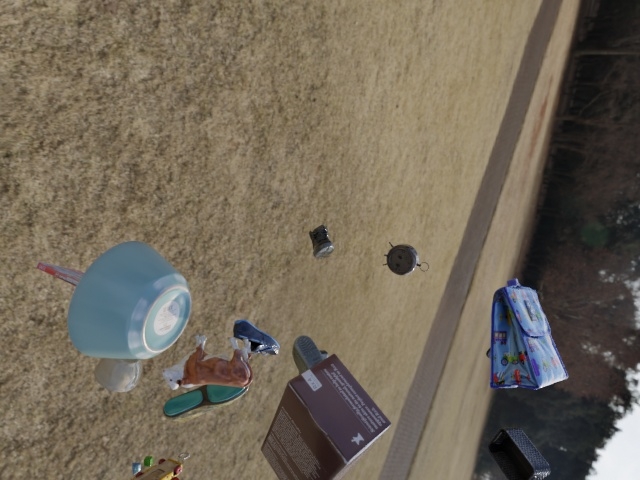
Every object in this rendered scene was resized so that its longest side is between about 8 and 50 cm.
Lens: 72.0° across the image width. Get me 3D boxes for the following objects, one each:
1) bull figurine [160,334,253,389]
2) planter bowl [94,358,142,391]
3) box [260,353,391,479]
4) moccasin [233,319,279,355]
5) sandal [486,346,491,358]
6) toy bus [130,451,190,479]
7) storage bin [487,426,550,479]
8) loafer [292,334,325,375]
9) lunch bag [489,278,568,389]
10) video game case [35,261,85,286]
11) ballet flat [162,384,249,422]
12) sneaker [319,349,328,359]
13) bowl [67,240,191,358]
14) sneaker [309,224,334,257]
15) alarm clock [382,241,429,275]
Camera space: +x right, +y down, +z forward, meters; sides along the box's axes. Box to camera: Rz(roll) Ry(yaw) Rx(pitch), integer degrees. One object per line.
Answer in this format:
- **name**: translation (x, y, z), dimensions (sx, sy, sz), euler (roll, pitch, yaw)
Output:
- **bull figurine**: translation (-0.386, 0.428, 1.536), dimensions (0.101, 0.309, 0.189), euler (119, -23, -75)
- **planter bowl**: translation (-0.727, 0.457, 1.620), dimensions (0.109, 0.162, 0.162), euler (-58, 155, 14)
- **box**: translation (-0.007, 0.448, 1.002), dimensions (0.143, 0.191, 0.382), euler (-24, 149, -34)
- **moccasin**: translation (-0.366, 0.562, 2.426), dimensions (0.342, 0.137, 0.117), euler (41, 43, -32)
- **sandal**: translation (0.655, 0.364, 1.591), dimensions (0.179, 0.040, 0.067), euler (-36, 119, -20)
- **toy bus**: translation (-0.573, 0.862, 1.570), dimensions (0.191, 0.201, 0.105), euler (-163, -106, -75)
- **storage bin**: translation (0.696, 0.768, 1.556), dimensions (0.084, 0.180, 0.122), euler (9, 117, -25)
- **loafer**: translation (-0.016, 0.431, 1.428), dimensions (0.094, 0.251, 0.087), euler (-12, 151, -36)
- **lunch bag**: translation (0.570, 0.257, 1.258), dimensions (0.220, 0.138, 0.294), euler (6, 73, -43)
- **video game case**: translation (-0.783, 0.149, 1.502), dimensions (0.204, 0.284, 0.025), euler (52, 59, -74)
- **ballet flat**: translation (-0.446, 0.634, 1.762), dimensions (0.348, 0.123, 0.123), euler (-19, 129, -8)
- **sneaker**: translation (-0.002, 0.510, 1.598), dimensions (0.107, 0.100, 0.272), euler (-17, 122, -18)
- **bowl**: translation (-0.446, 0.171, 1.113), dimensions (0.311, 0.163, 0.312), euler (16, 90, -70)
- **sneaker**: translation (0.000, 0.000, 1.728), dimensions (0.227, 0.087, 0.131), euler (86, -13, -84)
- **alarm clock**: translation (0.359, 0.086, 1.837), dimensions (0.064, 0.191, 0.130), euler (-16, 121, -66)
